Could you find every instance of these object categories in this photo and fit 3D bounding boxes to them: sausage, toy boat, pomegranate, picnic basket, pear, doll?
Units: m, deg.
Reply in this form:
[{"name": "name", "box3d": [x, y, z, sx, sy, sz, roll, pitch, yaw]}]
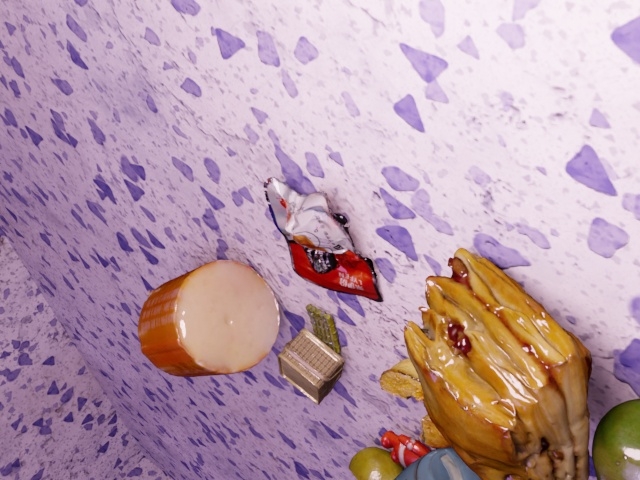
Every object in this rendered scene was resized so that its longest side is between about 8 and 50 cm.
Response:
[{"name": "sausage", "box3d": [-0.242, 0.173, 1.641, 0.233, 0.233, 0.287, 51, 153, -10]}, {"name": "toy boat", "box3d": [0.006, 0.175, 1.526, 0.063, 0.016, 0.115, 24, 145, 34]}, {"name": "pomegranate", "box3d": [0.446, 0.280, 0.976, 0.191, 0.131, 0.152, -4, 123, 28]}, {"name": "picnic basket", "box3d": [-0.020, 0.259, 1.582, 0.115, 0.079, 0.164, 37, 160, 14]}, {"name": "pear", "box3d": [0.135, 0.522, 1.719, 0.141, 0.104, 0.141, 54, 174, 8]}, {"name": "doll", "box3d": [0.227, 0.451, 1.533, 0.245, 0.076, 0.142, 18, 148, 47]}]

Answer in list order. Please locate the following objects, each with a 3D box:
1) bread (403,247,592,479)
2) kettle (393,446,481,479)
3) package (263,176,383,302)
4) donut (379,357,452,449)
[{"name": "bread", "box3d": [0.227, 0.207, 1.048, 0.277, 0.167, 0.325, 50, 159, 46]}, {"name": "kettle", "box3d": [0.244, 0.499, 1.354, 0.247, 0.319, 0.342, -112, 27, -49]}, {"name": "package", "box3d": [0.000, 0.000, 1.267, 0.194, 0.071, 0.269, 27, 160, 35]}, {"name": "donut", "box3d": [0.193, 0.281, 1.357, 0.181, 0.078, 0.146, 52, 151, 1]}]
